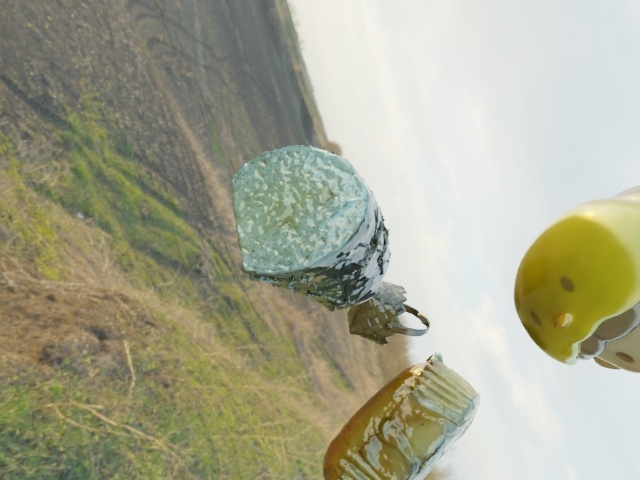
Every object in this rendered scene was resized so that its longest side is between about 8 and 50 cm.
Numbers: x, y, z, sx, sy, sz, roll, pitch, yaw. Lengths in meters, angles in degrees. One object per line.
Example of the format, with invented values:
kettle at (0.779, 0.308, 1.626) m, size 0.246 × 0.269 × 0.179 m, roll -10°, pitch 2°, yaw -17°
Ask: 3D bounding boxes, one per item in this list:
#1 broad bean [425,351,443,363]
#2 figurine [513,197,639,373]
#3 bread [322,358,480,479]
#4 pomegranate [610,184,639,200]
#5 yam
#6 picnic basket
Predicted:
broad bean at (0.331, 0.387, 1.601) m, size 0.046 × 0.061 × 0.195 m, roll 56°, pitch 43°, yaw -9°
figurine at (0.384, 0.100, 0.599) m, size 0.344 × 0.215 × 0.187 m, roll 36°, pitch 40°, yaw 6°
bread at (0.175, 0.432, 1.190) m, size 0.183 × 0.388 × 0.236 m, roll 40°, pitch -11°, yaw 30°
pomegranate at (0.540, 0.059, 0.857) m, size 0.307 × 0.307 × 0.307 m, roll -17°, pitch 90°, yaw -87°
yam at (0.004, -0.004, 0.807) m, size 0.271 × 0.201 × 0.202 m, roll 66°, pitch 11°, yaw -65°
picnic basket at (0.159, 0.168, 1.208) m, size 0.128 × 0.178 × 0.137 m, roll -95°, pitch -155°, yaw -66°
